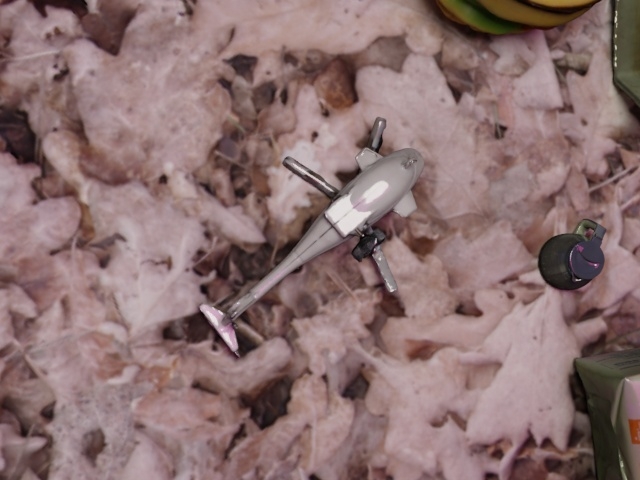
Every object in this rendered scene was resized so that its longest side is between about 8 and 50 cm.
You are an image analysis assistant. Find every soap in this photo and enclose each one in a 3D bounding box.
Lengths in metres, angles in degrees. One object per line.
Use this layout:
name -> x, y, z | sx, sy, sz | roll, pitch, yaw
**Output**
soap -> 0.405, 0.209, 0.859 | 0.199, 0.138, 0.182 | -9, 90, -4

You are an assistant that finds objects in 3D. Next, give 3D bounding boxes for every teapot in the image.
teapot -> 0.295, 0.015, 0.896 | 0.066, 0.057, 0.088 | 30, 82, -10

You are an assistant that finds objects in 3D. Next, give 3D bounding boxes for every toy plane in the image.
toy plane -> -0.008, -0.008, 0.811 | 0.273, 0.107, 0.182 | -22, 87, -8

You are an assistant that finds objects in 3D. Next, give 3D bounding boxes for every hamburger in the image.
hamburger -> 0.201, -0.328, 0.849 | 0.237, 0.149, 0.237 | 1, 88, -21

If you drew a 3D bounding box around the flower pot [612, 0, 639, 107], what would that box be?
flower pot -> 0.454, -0.243, 0.858 | 0.189, 0.209, 0.240 | -5, 99, -12
